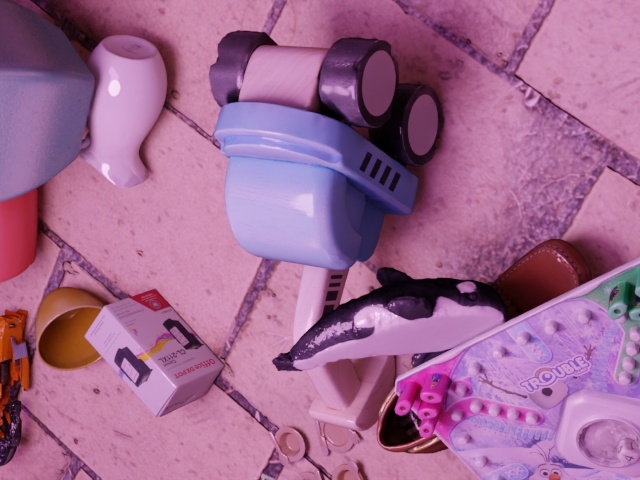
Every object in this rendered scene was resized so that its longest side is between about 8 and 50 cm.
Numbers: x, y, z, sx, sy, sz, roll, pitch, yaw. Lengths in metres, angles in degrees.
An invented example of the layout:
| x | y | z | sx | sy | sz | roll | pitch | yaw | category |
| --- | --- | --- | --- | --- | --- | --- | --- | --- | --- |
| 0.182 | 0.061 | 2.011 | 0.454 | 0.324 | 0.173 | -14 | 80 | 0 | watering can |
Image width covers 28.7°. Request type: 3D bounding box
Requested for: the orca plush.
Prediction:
| x | y | z | sx | sy | sz | roll | pitch | yaw | category |
| --- | --- | --- | --- | --- | --- | --- | --- | --- | --- |
| 0.081 | 0.088 | 1.526 | 0.287 | 0.151 | 0.102 | -24 | 50 | 26 | orca plush |

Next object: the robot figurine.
| x | y | z | sx | sy | sz | roll | pitch | yaw | category |
| --- | --- | --- | --- | --- | --- | --- | --- | --- | --- |
| -0.586 | 0.250 | 2.187 | 0.211 | 0.085 | 0.291 | 17 | 110 | 30 | robot figurine |

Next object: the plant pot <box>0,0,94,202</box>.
| x | y | z | sx | sy | sz | roll | pitch | yaw | category |
| --- | --- | --- | --- | --- | --- | --- | --- | --- | --- |
| -0.469 | -0.206 | 1.770 | 0.248 | 0.252 | 0.247 | 52 | 136 | 37 | plant pot |

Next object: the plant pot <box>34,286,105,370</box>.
| x | y | z | sx | sy | sz | roll | pitch | yaw | category |
| --- | --- | --- | --- | --- | --- | --- | --- | --- | --- |
| -0.407 | 0.130 | 2.024 | 0.095 | 0.134 | 0.134 | 53 | 128 | 44 | plant pot |

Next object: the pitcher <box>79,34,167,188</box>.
| x | y | z | sx | sy | sz | roll | pitch | yaw | category |
| --- | --- | --- | --- | --- | --- | --- | --- | --- | --- |
| -0.321 | -0.206 | 1.870 | 0.177 | 0.125 | 0.207 | 24 | 123 | 13 | pitcher |

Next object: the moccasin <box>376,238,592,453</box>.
| x | y | z | sx | sy | sz | roll | pitch | yaw | category |
| --- | --- | --- | --- | --- | --- | --- | --- | --- | --- |
| 0.200 | 0.143 | 1.598 | 0.380 | 0.147 | 0.139 | -45 | 69 | 33 | moccasin |

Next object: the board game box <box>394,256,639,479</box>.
| x | y | z | sx | sy | sz | roll | pitch | yaw | category |
| --- | --- | --- | --- | --- | --- | --- | --- | --- | --- |
| 0.344 | 0.240 | 1.486 | 0.390 | 0.050 | 0.390 | -31 | 111 | 35 | board game box |

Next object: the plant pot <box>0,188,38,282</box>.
| x | y | z | sx | sy | sz | roll | pitch | yaw | category |
| --- | --- | --- | --- | --- | --- | --- | --- | --- | --- |
| -0.573 | -0.068 | 2.005 | 0.275 | 0.275 | 0.243 | 12 | 118 | 31 | plant pot |

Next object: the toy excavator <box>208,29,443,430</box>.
| x | y | z | sx | sy | sz | roll | pitch | yaw | category |
| --- | --- | --- | --- | --- | --- | --- | --- | --- | --- |
| 0.000 | 0.000 | 1.630 | 0.222 | 0.433 | 0.445 | 11 | 79 | 31 | toy excavator |

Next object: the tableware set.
| x | y | z | sx | sy | sz | roll | pitch | yaw | category |
| --- | --- | --- | --- | --- | --- | --- | --- | --- | --- |
| 0.000 | 0.331 | 1.858 | 0.168 | 0.020 | 0.141 | -24 | 88 | 36 | tableware set |

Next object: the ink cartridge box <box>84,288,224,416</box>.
| x | y | z | sx | sy | sz | roll | pitch | yaw | category |
| --- | --- | --- | --- | --- | --- | --- | --- | --- | --- |
| -0.253 | 0.171 | 1.920 | 0.175 | 0.127 | 0.072 | 45 | 119 | 15 | ink cartridge box |
